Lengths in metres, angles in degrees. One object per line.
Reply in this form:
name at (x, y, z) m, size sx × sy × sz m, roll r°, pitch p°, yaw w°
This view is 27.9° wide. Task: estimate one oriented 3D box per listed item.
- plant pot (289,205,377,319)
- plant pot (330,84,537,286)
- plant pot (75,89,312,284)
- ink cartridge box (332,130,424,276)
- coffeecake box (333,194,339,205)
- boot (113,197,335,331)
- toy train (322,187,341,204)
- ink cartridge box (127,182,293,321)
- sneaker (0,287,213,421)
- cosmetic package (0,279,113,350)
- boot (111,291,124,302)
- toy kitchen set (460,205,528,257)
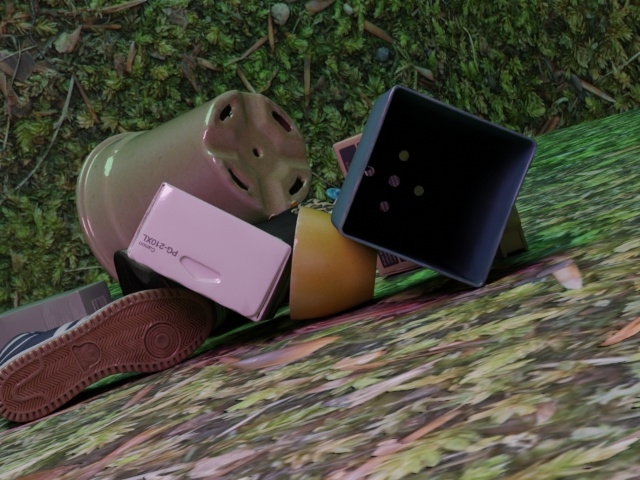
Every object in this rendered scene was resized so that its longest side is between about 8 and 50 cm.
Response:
plant pot at (0.018, 0.030, 1.506) m, size 0.095 × 0.134 × 0.134 m, roll 4°, pitch 6°, yaw 3°
plant pot at (0.104, -0.063, 1.436) m, size 0.165 × 0.165 × 0.234 m, roll 21°, pitch 1°, yaw -10°
plant pot at (-0.191, -0.095, 2.177) m, size 0.305 × 0.334 × 0.334 m, roll -30°, pitch -5°, yaw 42°
ink cartridge box at (0.120, -0.070, 1.781) m, size 0.088 × 0.193 × 0.234 m, roll -19°, pitch 3°, yaw 22°
coffeecake box at (0.076, -0.058, 1.989) m, size 0.142 × 0.068 × 0.185 m, roll -38°, pitch -13°, yaw -45°
boot at (-0.132, 0.036, 1.905) m, size 0.284 × 0.138 × 0.377 m, roll -22°, pitch 9°, yaw -24°
toy train at (0.075, -0.046, 2.354) m, size 0.184 × 0.105 × 0.080 m, roll -9°, pitch -48°, yaw -43°
ink cartridge box at (-0.121, 0.019, 1.564) m, size 0.100 × 0.172 × 0.237 m, roll -64°, pitch -3°, yaw -2°
sneaker at (-0.277, 0.131, 1.575) m, size 0.282 × 0.099 × 0.153 m, roll -23°, pitch 7°, yaw -20°
cosmetic package at (-0.481, 0.153, 2.227) m, size 0.238 × 0.107 × 0.127 m, roll -21°, pitch 3°, yaw 17°
boot at (-0.332, 0.107, 2.335) m, size 0.208 × 0.076 × 0.189 m, roll -13°, pitch -14°, yaw -30°
toy kitchen set at (0.192, -0.018, 1.525) m, size 0.068 × 0.083 × 0.075 m, roll -19°, pitch 4°, yaw -10°
